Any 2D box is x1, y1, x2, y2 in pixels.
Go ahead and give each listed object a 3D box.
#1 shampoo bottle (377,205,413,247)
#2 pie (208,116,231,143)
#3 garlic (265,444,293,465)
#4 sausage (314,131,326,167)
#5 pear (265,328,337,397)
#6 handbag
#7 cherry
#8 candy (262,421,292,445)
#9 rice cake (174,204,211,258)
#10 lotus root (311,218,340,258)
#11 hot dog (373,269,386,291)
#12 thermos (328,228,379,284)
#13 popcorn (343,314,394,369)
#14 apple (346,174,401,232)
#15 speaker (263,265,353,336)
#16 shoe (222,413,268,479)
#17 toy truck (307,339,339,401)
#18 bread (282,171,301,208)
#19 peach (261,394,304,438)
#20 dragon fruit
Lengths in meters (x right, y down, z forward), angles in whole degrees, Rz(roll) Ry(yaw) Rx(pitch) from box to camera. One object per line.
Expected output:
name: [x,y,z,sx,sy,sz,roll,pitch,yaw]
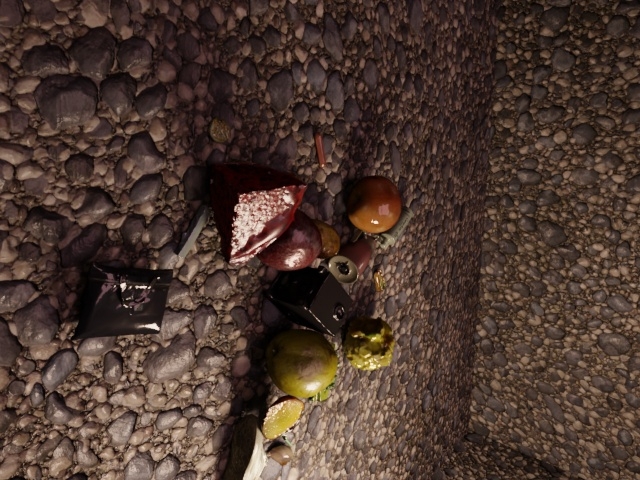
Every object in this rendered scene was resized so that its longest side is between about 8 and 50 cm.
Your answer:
shampoo bottle: [0.378,-0.061,2.295,0.262,0.085,0.085,-53,135,-28]
pie: [-0.316,-0.346,1.425,0.085,0.017,0.084,-15,109,-49]
garlic: [-0.160,0.899,1.891,0.084,0.066,0.152,-50,138,-18]
sausage: [-0.001,-0.358,1.799,0.030,0.035,0.146,-18,116,-12]
pear: [-0.071,0.468,1.738,0.321,0.269,0.268,29,76,-40]
handbag: [-0.531,0.166,1.237,0.254,0.089,0.210,10,97,-52]
cherry: [-0.111,0.000,1.596,0.301,0.203,0.230,25,104,-43]
candy: [-0.166,0.806,1.876,0.084,0.078,0.287,-28,135,-9]
rice cake: [-0.396,-0.029,1.396,0.042,0.031,0.180,47,63,-52]
lotus root: [0.000,0.000,1.815,0.260,0.129,0.145,33,87,-47]
hot dog: [0.305,0.206,2.308,0.056,0.041,0.132,-36,125,-40]
thermos: [0.158,0.056,2.016,0.265,0.146,0.176,-45,139,-47]
popcorn: [0.230,0.487,2.152,0.271,0.224,0.257,18,68,-43]
apple: [0.227,-0.159,1.971,0.254,0.254,0.253,-16,111,-48]
speaker: [-0.045,0.221,1.731,0.184,0.232,0.254,-60,139,-23]
shoe: [-0.258,0.815,1.716,0.159,0.124,0.315,19,90,-51]
toy truck: [0.014,0.583,1.975,0.128,0.135,0.259,3,100,-51]
bread: [-0.131,-0.163,1.664,0.193,0.064,0.193,-23,120,-47]
peach: [-0.159,0.658,1.709,0.189,0.068,0.279,-46,143,-17]
dragon fruit: [-0.250,-0.078,1.395,0.329,0.303,0.240,-70,164,13]
